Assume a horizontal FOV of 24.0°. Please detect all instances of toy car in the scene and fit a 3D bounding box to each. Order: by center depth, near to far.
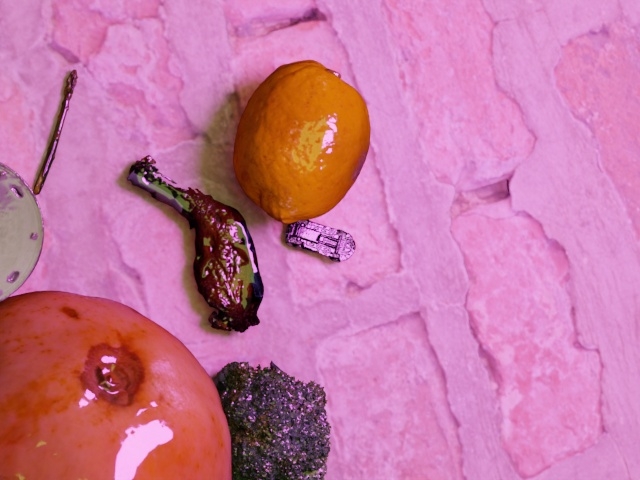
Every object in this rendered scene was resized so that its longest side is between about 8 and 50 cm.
[{"bbox_3d":[0.000,0.000,1.928,0.093,0.025,0.041,19,78,-13],"label":"toy car"}]

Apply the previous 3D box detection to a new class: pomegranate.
[{"bbox_3d":[-0.291,0.253,1.625,0.411,0.411,0.411,3,82,-19],"label":"pomegranate"}]

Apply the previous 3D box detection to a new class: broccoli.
[{"bbox_3d":[-0.065,0.234,1.817,0.195,0.156,0.195,3,100,16],"label":"broccoli"}]

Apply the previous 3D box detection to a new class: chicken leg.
[{"bbox_3d":[-0.143,-0.004,1.869,0.106,0.051,0.253,-33,91,-15],"label":"chicken leg"}]

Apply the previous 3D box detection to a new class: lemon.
[{"bbox_3d":[-0.025,-0.120,1.861,0.170,0.170,0.207,25,82,-15],"label":"lemon"}]

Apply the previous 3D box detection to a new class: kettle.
[{"bbox_3d":[-0.434,-0.017,1.653,0.240,0.255,0.165,0,95,-21],"label":"kettle"}]

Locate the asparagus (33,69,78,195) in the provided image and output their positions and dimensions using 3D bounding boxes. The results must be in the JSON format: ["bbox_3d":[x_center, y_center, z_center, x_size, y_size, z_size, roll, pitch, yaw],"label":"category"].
[{"bbox_3d":[-0.322,-0.132,1.840,0.016,0.013,0.166,22,76,-27],"label":"asparagus"}]
